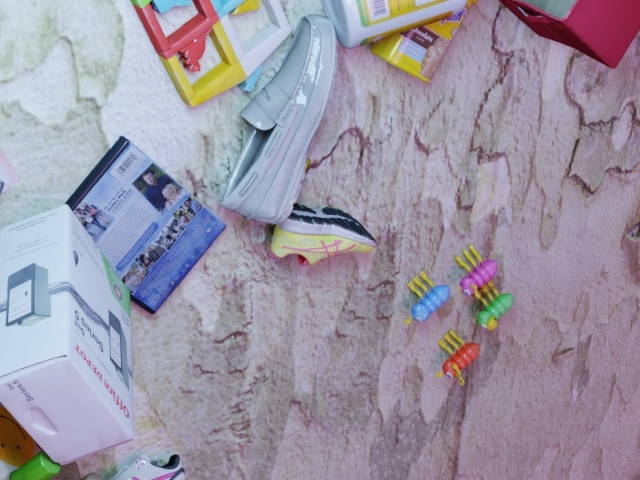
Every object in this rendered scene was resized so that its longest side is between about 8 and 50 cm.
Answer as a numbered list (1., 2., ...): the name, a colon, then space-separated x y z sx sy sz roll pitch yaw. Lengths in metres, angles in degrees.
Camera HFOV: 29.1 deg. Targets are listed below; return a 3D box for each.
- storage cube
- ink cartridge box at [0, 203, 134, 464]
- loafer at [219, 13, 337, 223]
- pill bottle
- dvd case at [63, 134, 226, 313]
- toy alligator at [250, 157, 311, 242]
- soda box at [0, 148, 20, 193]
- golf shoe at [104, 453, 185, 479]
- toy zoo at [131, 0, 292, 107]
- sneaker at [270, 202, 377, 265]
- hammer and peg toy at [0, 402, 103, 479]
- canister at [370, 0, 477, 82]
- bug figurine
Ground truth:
1. storage cube: 0.429 -0.428 2.031 0.193 0.183 0.215 27 96 -47
2. ink cartridge box: -0.337 0.123 1.625 0.114 0.273 0.198 -19 135 8
3. loafer: -0.061 -0.180 1.809 0.111 0.112 0.320 13 100 -22
4. pill bottle: 0.131 -0.377 1.789 0.245 0.136 0.136 -19 129 -10
5. dvd case: -0.266 -0.016 1.796 0.180 0.022 0.253 -50 137 -3
6. toy alligator: -0.062 -0.085 1.915 0.051 0.056 0.190 -48 163 -78
7. soda box: -0.450 -0.132 1.534 0.063 0.058 0.183 -40 135 -16
8. golf shoe: -0.305 0.389 1.995 0.186 0.067 0.086 1 83 -37
9. toy zoo: -0.149 -0.317 1.703 0.192 0.030 0.293 -40 135 -16
10. sneaker: 0.000 0.000 2.008 0.208 0.081 0.094 12 114 -38
11. hammer and peg toy: -0.457 0.246 1.612 0.127 0.266 0.361 -37 148 19
12. canister: 0.164 -0.345 1.932 0.126 0.073 0.170 19 103 -46
13. bug figurine: 0.269 0.139 2.328 0.216 0.072 0.279 -44 136 -12
